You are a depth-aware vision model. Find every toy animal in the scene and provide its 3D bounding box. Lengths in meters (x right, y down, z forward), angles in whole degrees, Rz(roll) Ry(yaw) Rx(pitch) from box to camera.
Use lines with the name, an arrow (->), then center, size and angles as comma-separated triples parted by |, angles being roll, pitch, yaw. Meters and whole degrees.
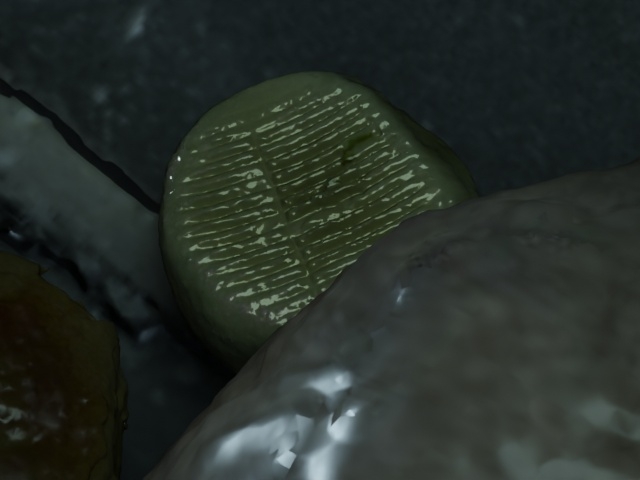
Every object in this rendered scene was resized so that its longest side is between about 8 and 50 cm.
toy animal -> 0.057, 0.118, 0.565 | 0.226, 0.188, 0.358 | 44, 82, -2

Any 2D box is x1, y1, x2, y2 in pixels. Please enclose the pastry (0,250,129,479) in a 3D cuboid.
pastry -> -0.130, 0.065, 0.609 | 0.153, 0.081, 0.153 | 3, 67, -8

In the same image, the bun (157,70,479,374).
bun -> 0.000, 0.000, 0.674 | 0.115, 0.069, 0.115 | -4, 61, 6
